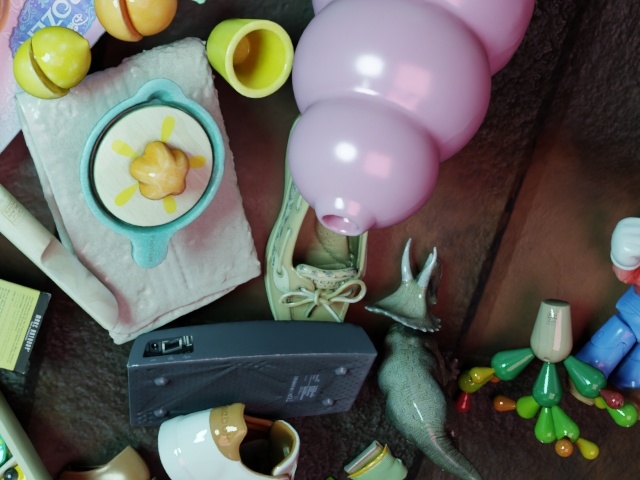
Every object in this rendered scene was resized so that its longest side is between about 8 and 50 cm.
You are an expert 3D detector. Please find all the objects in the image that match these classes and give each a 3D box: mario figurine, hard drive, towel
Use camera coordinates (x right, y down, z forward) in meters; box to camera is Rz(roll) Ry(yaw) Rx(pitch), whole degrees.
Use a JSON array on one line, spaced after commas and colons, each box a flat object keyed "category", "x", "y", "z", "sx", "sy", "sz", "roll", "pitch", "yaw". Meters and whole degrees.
[{"category": "mario figurine", "x": 0.427, "y": 0.078, "z": 1.052, "sx": 0.198, "sy": 0.170, "sz": 0.320, "roll": -1, "pitch": 121, "yaw": -46}, {"category": "hard drive", "x": -0.079, "y": 0.145, "z": 0.946, "sx": 0.254, "sy": 0.054, "sz": 0.172, "roll": -2, "pitch": 147, "yaw": -12}, {"category": "towel", "x": -0.167, "y": -0.044, "z": 0.857, "sx": 0.187, "sy": 0.049, "sz": 0.282, "roll": -25, "pitch": 124, "yaw": -23}]

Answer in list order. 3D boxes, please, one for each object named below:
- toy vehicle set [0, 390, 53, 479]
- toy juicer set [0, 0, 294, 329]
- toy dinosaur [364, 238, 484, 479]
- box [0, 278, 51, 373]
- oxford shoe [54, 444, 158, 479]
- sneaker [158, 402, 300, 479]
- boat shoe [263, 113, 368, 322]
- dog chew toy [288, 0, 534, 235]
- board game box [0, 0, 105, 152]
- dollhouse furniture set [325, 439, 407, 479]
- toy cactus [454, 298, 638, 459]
[{"category": "toy vehicle set", "x": -0.410, "y": 0.281, "z": 0.890, "sx": 0.267, "sy": 0.166, "sz": 0.035, "roll": -41, "pitch": 158, "yaw": 1}, {"category": "toy juicer set", "x": -0.175, "y": -0.079, "z": 0.745, "sx": 0.209, "sy": 0.089, "sz": 0.329, "roll": 27, "pitch": 95, "yaw": -40}, {"category": "toy dinosaur", "x": 0.108, "y": 0.173, "z": 0.979, "sx": 0.121, "sy": 0.313, "sz": 0.160, "roll": -15, "pitch": 143, "yaw": 17}, {"category": "box", "x": -0.377, "y": 0.055, "z": 0.809, "sx": 0.232, "sy": 0.058, "sz": 0.087, "roll": 24, "pitch": 78, "yaw": -41}, {"category": "oxford shoe", "x": -0.289, "y": 0.301, "z": 0.992, "sx": 0.212, "sy": 0.076, "sz": 0.076, "roll": -29, "pitch": 87, "yaw": -2}, {"category": "sneaker", "x": -0.057, "y": 0.281, "z": 0.988, "sx": 0.123, "sy": 0.106, "sz": 0.290, "roll": -23, "pitch": 135, "yaw": 13}, {"category": "boat shoe", "x": 0.000, "y": 0.000, "z": 0.935, "sx": 0.104, "sy": 0.089, "sz": 0.285, "roll": -4, "pitch": 113, "yaw": -17}, {"category": "dog chew toy", "x": 0.069, "y": -0.158, "z": 0.777, "sx": 0.206, "sy": 0.206, "sz": 0.332, "roll": 30, "pitch": 66, "yaw": -26}, {"category": "board game box", "x": -0.377, "y": -0.211, "z": 0.744, "sx": 0.318, "sy": 0.066, "sz": 0.319, "roll": 39, "pitch": 96, "yaw": -27}, {"category": "dollhouse furniture set", "x": 0.046, "y": 0.331, "z": 1.103, "sx": 0.151, "sy": 0.058, "sz": 0.076, "roll": -41, "pitch": 118, "yaw": 2}, {"category": "toy cactus", "x": 0.269, "y": 0.163, "z": 1.052, "sx": 0.112, "sy": 0.219, "sz": 0.180, "roll": -15, "pitch": 111, "yaw": -53}]
